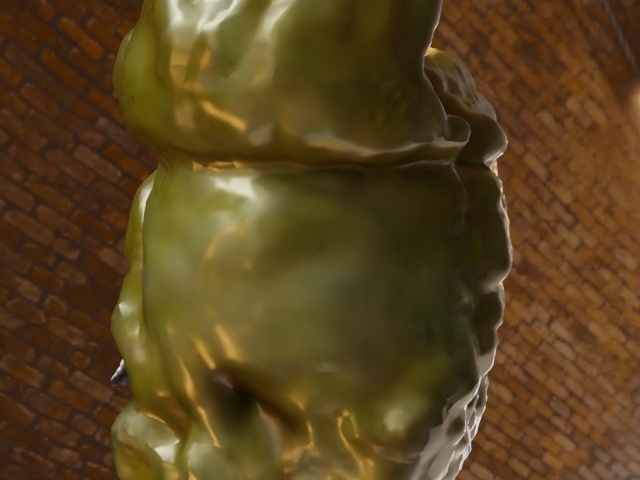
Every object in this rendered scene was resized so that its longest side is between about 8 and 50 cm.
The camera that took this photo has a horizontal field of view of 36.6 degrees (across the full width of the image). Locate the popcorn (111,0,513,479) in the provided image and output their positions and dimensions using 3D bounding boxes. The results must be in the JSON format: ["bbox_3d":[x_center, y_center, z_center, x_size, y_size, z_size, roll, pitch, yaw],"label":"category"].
[{"bbox_3d":[0.000,0.000,0.454,0.225,0.174,0.286,-64,-25,-69],"label":"popcorn"}]

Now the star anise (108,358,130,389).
[{"bbox_3d":[-0.170,0.120,1.249,0.089,0.231,0.209,46,-144,2],"label":"star anise"}]
